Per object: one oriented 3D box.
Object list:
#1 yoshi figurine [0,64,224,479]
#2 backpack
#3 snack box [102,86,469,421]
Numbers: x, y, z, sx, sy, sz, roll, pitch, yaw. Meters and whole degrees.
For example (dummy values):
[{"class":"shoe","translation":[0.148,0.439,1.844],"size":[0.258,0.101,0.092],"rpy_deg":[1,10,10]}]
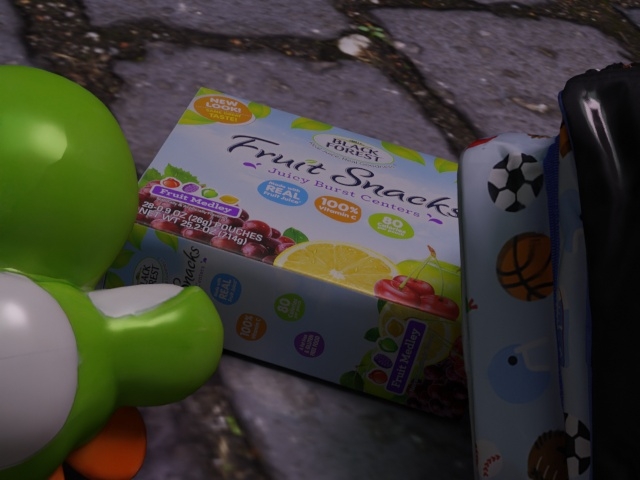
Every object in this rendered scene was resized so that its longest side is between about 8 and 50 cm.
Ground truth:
[{"class":"yoshi figurine","translation":[-0.214,0.012,0.511],"size":[0.362,0.203,0.203],"rpy_deg":[-3,29,-34]},{"class":"backpack","translation":[0.189,0.039,0.604],"size":[0.213,0.276,0.263],"rpy_deg":[3,5,35]},{"class":"snack box","translation":[0.000,0.000,0.740],"size":[0.207,0.070,0.174],"rpy_deg":[18,31,1]}]
